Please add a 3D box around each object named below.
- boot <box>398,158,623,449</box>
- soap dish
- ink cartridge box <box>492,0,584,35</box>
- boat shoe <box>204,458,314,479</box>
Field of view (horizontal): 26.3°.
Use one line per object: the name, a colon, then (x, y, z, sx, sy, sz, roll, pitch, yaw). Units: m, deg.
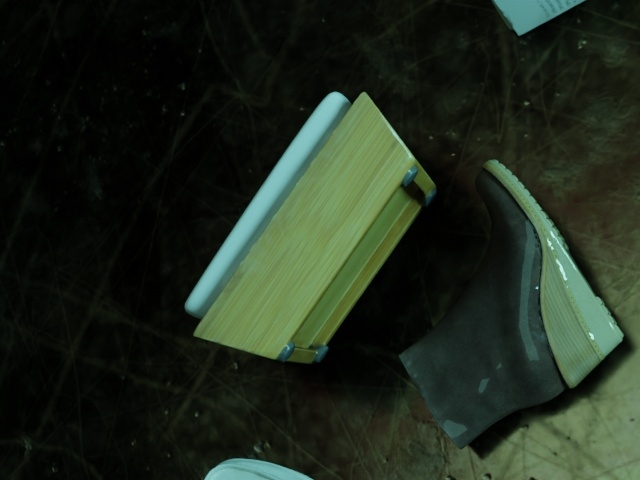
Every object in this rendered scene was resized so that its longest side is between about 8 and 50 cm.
boot: (0.162, 0.061, 1.392, 0.207, 0.090, 0.248, -33, 67, 10)
soap dish: (0.000, 0.000, 1.423, 0.118, 0.229, 0.291, 35, 91, 13)
ink cartridge box: (0.284, -0.398, 1.457, 0.307, 0.129, 0.223, -28, 65, 15)
boat shoe: (-0.022, 0.297, 1.402, 0.277, 0.096, 0.098, 23, 85, 29)
